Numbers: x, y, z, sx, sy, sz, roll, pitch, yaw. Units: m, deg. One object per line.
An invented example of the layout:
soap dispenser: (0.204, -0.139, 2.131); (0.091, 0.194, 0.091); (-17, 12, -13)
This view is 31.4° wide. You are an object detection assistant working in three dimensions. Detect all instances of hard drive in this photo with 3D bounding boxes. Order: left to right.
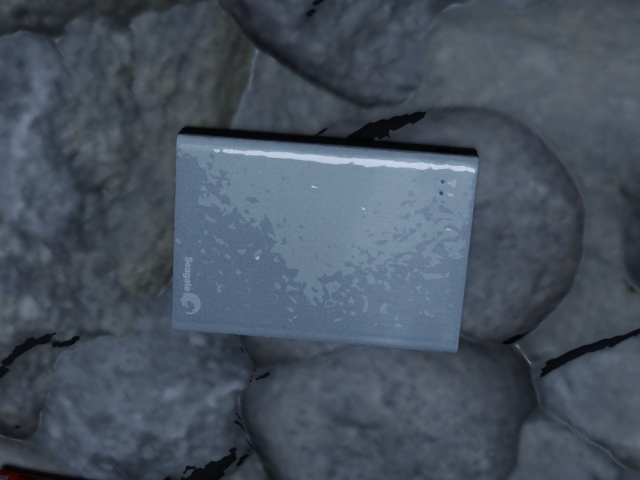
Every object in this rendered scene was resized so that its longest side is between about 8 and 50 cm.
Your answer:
hard drive: (0.000, 0.000, 0.523); (0.135, 0.022, 0.094); (5, 108, 2)

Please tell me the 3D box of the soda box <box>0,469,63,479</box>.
soda box: (-0.147, 0.255, 0.576); (0.083, 0.092, 0.263); (10, 108, -1)
